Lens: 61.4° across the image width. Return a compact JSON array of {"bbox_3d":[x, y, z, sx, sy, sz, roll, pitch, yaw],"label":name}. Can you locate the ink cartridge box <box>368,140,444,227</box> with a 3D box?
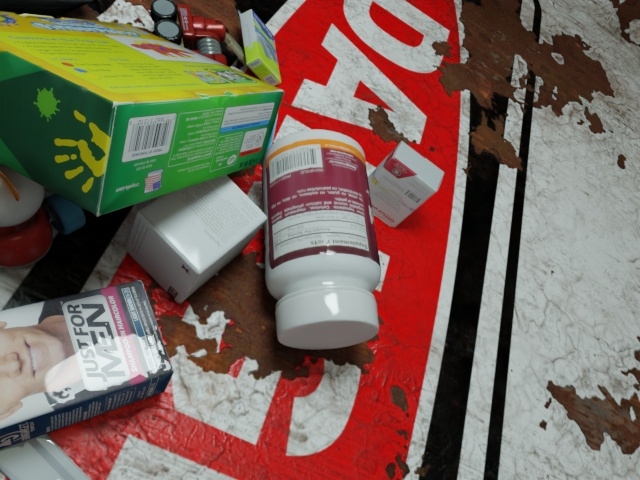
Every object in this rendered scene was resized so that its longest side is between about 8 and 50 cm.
[{"bbox_3d":[0.180,-0.127,1.262,0.127,0.175,0.072,36,51,-8],"label":"ink cartridge box"}]

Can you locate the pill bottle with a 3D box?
[{"bbox_3d":[0.000,0.000,1.066,0.224,0.224,0.392,8,62,-25],"label":"pill bottle"}]

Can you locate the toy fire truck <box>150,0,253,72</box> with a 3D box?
[{"bbox_3d":[-0.247,-0.411,1.218,0.246,0.158,0.217,-7,68,-20],"label":"toy fire truck"}]

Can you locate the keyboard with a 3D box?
[{"bbox_3d":[-0.389,0.364,0.797,0.256,0.014,0.072,45,58,1],"label":"keyboard"}]

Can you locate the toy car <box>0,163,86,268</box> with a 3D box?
[{"bbox_3d":[-0.503,-0.082,0.830,0.219,0.238,0.210,-36,85,-37],"label":"toy car"}]

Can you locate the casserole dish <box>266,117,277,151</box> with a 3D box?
[{"bbox_3d":[-0.162,-0.267,1.238,0.114,0.037,0.188,18,58,-19],"label":"casserole dish"}]

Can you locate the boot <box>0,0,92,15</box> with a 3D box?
[{"bbox_3d":[-0.597,-0.579,0.906,0.146,0.366,0.445,2,22,16],"label":"boot"}]

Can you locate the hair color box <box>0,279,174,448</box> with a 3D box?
[{"bbox_3d":[-0.419,0.191,0.803,0.347,0.105,0.173,-13,64,-32],"label":"hair color box"}]

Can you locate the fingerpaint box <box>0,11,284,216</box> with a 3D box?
[{"bbox_3d":[-0.332,-0.228,0.875,0.371,0.163,0.445,26,25,13],"label":"fingerpaint box"}]

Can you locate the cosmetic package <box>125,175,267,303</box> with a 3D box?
[{"bbox_3d":[-0.230,-0.013,0.994,0.151,0.151,0.184,46,52,1],"label":"cosmetic package"}]

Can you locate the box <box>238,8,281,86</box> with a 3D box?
[{"bbox_3d":[-0.148,-0.475,1.319,0.109,0.042,0.178,35,40,-58],"label":"box"}]
